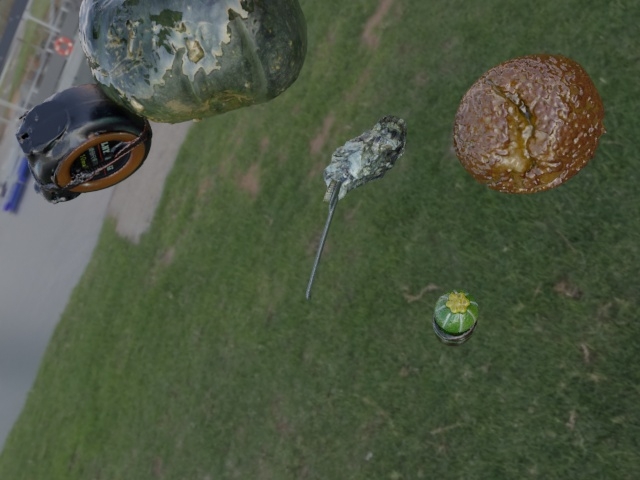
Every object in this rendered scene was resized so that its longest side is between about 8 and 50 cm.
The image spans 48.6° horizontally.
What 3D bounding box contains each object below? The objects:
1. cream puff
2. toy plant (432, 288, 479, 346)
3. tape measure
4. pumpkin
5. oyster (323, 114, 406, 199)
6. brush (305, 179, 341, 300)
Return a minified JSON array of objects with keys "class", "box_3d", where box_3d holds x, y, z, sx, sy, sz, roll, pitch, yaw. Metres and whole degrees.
[{"class":"cream puff","box_3d":[0.415,-0.217,1.412,0.303,0.303,0.212,-47,20,32]},{"class":"toy plant","box_3d":[0.275,0.155,1.442,0.162,0.092,0.093,81,-167,-62]},{"class":"tape measure","box_3d":[-0.405,-0.172,1.221,0.135,0.222,0.202,59,161,21]},{"class":"pumpkin","box_3d":[-0.190,-0.308,1.055,0.327,0.258,0.292,-26,45,-1]},{"class":"oyster","box_3d":[0.115,-0.208,1.740,0.087,0.252,0.200,29,117,43]},{"class":"brush","box_3d":[0.000,0.000,1.500,0.062,0.027,0.266,-35,-39,-77]}]
